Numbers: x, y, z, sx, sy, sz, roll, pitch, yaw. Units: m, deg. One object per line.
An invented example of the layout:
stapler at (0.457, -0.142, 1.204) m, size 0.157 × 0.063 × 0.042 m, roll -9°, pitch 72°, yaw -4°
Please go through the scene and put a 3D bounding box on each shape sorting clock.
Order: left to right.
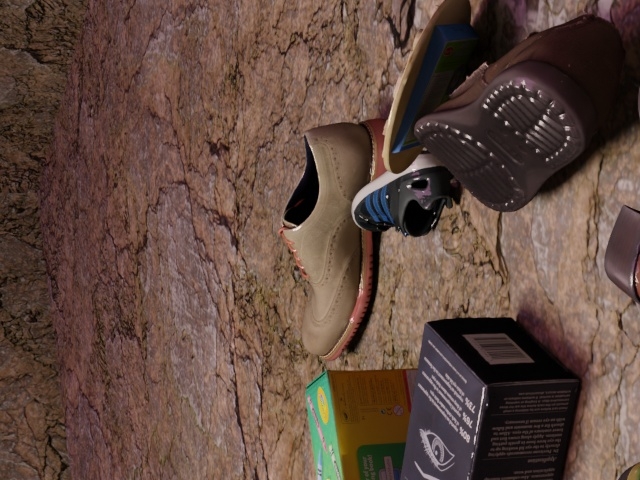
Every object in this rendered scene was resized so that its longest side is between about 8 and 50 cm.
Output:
shape sorting clock at (0.113, -0.169, 1.625) m, size 0.206 × 0.040 × 0.206 m, roll -56°, pitch -16°, yaw -25°

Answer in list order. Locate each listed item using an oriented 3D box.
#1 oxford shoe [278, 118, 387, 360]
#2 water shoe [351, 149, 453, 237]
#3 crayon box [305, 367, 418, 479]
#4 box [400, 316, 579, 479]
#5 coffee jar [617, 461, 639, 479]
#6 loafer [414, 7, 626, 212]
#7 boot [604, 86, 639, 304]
oxford shoe at (0.000, 0.000, 1.956) m, size 0.123 × 0.130 × 0.348 m, roll -126°, pitch 40°, yaw -57°
water shoe at (0.093, -0.036, 1.793) m, size 0.203 × 0.073 × 0.080 m, roll 132°, pitch 132°, yaw -61°
crayon box at (0.088, 0.283, 1.683) m, size 0.081 × 0.165 × 0.278 m, roll 133°, pitch 133°, yaw -61°
box at (0.168, 0.203, 1.549) m, size 0.153 × 0.108 × 0.207 m, roll -131°, pitch 44°, yaw -59°
coffee jar at (0.312, 0.199, 1.188) m, size 0.184 × 0.096 × 0.079 m, roll 137°, pitch 132°, yaw -64°
loafer at (0.205, -0.123, 1.469) m, size 0.134 × 0.130 × 0.366 m, roll 45°, pitch 166°, yaw -7°
boot at (0.339, -0.030, 1.122) m, size 0.280 × 0.096 × 0.264 m, roll 37°, pitch 111°, yaw 57°
